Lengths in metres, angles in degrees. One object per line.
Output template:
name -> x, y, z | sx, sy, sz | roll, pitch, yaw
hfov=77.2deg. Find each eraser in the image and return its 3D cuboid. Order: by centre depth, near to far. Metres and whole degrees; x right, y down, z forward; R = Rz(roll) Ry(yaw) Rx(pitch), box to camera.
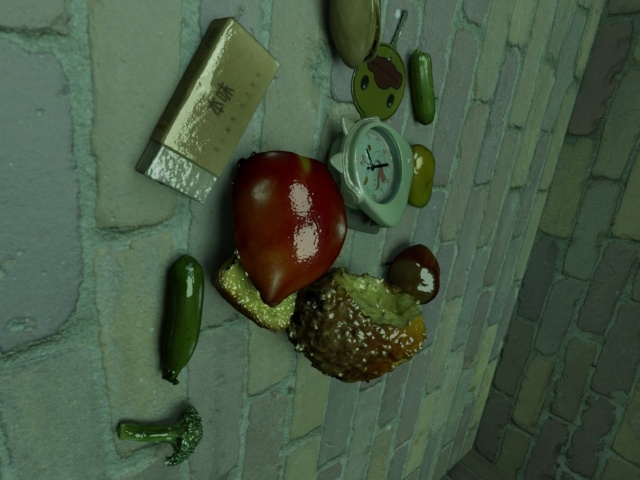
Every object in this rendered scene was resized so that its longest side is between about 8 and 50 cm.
eraser -> -0.222, -0.256, 0.807 | 0.144, 0.078, 0.343 | 29, 88, -46

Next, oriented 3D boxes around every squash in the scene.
squash -> -0.317, 0.192, 0.916 | 0.087, 0.087, 0.332 | 0, 110, -44
squash -> 0.315, -0.467, 1.234 | 0.069, 0.069, 0.239 | -41, 134, -24

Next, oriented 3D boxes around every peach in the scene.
peach -> -0.053, -0.037, 0.895 | 0.257, 0.201, 0.362 | 28, 57, -56

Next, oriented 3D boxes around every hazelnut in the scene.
hazelnut -> 0.340, 0.124, 1.461 | 0.186, 0.210, 0.210 | -22, 126, -8

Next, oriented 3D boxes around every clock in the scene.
clock -> 0.132, -0.201, 1.111 | 0.324, 0.108, 0.265 | 29, 71, -43

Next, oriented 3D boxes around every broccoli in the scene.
broccoli -> -0.383, 0.467, 0.972 | 0.204, 0.118, 0.122 | 19, 116, -33

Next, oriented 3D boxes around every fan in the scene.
fan -> 0.187, -0.486, 1.144 | 0.229, 0.011, 0.335 | 12, 101, -46

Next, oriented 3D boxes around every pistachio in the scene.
pistachio -> 0.084, -0.524, 0.937 | 0.136, 0.136, 0.226 | -33, 135, -29

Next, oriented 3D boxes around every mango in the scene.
mango -> 0.321, -0.206, 1.344 | 0.137, 0.091, 0.237 | -24, 124, -28

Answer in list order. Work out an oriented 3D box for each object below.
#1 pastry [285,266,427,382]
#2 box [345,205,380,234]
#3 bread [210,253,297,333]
pastry -> 0.088, 0.254, 1.178 | 0.405, 0.292, 0.337 | 17, 124, -23
box -> 0.101, -0.085, 1.212 | 0.243, 0.055, 0.103 | 11, 99, -45
bread -> -0.174, 0.115, 0.984 | 0.129, 0.134, 0.260 | -57, 133, -26
